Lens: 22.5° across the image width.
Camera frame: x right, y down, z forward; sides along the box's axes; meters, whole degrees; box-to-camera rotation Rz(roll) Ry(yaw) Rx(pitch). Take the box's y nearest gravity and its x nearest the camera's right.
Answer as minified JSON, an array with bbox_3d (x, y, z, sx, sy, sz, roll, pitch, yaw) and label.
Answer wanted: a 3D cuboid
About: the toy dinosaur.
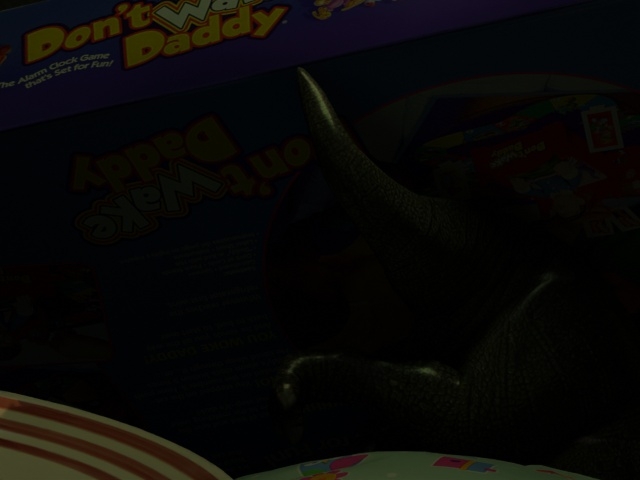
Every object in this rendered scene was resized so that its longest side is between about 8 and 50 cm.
[{"bbox_3d":[0.071,0.078,0.583,0.160,0.313,0.121,-27,1,-20],"label":"toy dinosaur"}]

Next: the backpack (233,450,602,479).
[{"bbox_3d":[0.031,0.111,0.405,0.152,0.115,0.182,9,-6,29],"label":"backpack"}]

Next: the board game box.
[{"bbox_3d":[0.000,0.000,0.644,0.347,0.078,0.233,-11,-47,9],"label":"board game box"}]

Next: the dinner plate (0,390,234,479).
[{"bbox_3d":[-0.083,0.050,0.321,0.141,0.017,0.141,12,7,-1],"label":"dinner plate"}]
